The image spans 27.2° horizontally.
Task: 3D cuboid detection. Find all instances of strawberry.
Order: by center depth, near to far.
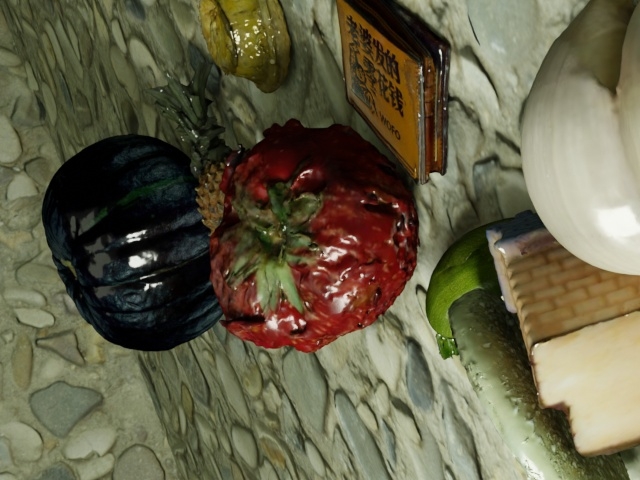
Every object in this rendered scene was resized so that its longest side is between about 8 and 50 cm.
[{"bbox_3d":[0.000,0.000,1.486,0.274,0.220,0.274,-10,74,39],"label":"strawberry"}]

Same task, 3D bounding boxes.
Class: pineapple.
[{"bbox_3d":[-0.152,-0.126,1.898,0.130,0.119,0.277,17,-139,-58],"label":"pineapple"}]

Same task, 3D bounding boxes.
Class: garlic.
[{"bbox_3d":[0.228,-0.073,0.842,0.281,0.184,0.203,-2,107,69],"label":"garlic"}]

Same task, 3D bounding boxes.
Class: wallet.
[{"bbox_3d":[0.069,-0.169,1.374,0.195,0.042,0.161,50,152,43],"label":"wallet"}]

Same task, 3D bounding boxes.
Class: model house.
[{"bbox_3d":[0.224,0.047,1.040,0.183,0.166,0.172,70,-178,-47],"label":"model house"}]

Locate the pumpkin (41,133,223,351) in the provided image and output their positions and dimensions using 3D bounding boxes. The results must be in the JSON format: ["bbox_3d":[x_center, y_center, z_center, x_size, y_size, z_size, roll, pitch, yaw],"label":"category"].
[{"bbox_3d":[-0.294,0.007,2.152,0.363,0.266,0.363,48,151,37],"label":"pumpkin"}]

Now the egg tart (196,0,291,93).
[{"bbox_3d":[-0.105,-0.275,1.688,0.191,0.074,0.191,161,90,-72],"label":"egg tart"}]

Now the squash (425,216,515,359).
[{"bbox_3d":[0.152,0.038,1.304,0.080,0.071,0.318,64,159,15],"label":"squash"}]

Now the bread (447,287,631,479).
[{"bbox_3d":[0.198,0.149,1.145,0.267,0.040,0.267,49,-163,-20],"label":"bread"}]
